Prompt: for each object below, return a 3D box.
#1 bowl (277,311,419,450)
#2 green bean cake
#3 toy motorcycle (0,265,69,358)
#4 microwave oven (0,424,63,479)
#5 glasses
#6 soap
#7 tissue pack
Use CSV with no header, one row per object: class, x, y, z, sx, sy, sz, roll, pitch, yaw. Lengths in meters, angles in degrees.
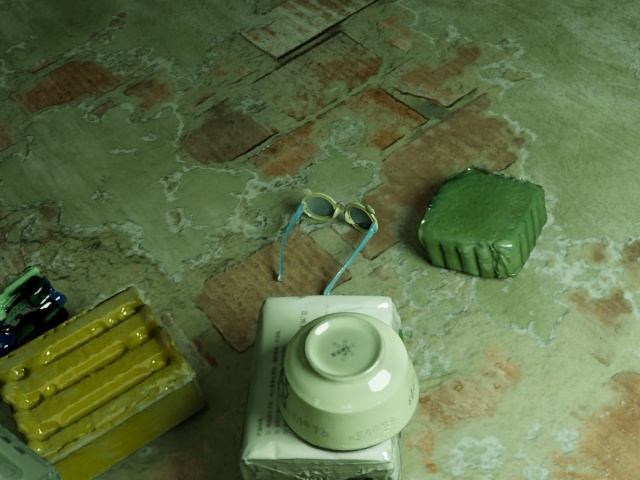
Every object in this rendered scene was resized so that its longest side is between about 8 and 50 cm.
bowl,0.042,0.206,1.550,0.238,0.126,0.237,-2,47,2
green bean cake,0.330,-0.039,1.976,0.227,0.124,0.222,14,55,28
toy motorcycle,-0.673,0.205,2.000,0.196,0.125,0.331,30,64,32
microwave oven,-0.604,0.529,1.507,0.236,0.374,0.432,24,52,32
glasses,0.008,0.015,2.064,0.190,0.088,0.220,16,73,25
soap,-0.427,0.277,1.842,0.335,0.156,0.293,-32,46,-16
tissue pack,0.011,0.278,1.704,0.266,0.193,0.356,-1,47,7
